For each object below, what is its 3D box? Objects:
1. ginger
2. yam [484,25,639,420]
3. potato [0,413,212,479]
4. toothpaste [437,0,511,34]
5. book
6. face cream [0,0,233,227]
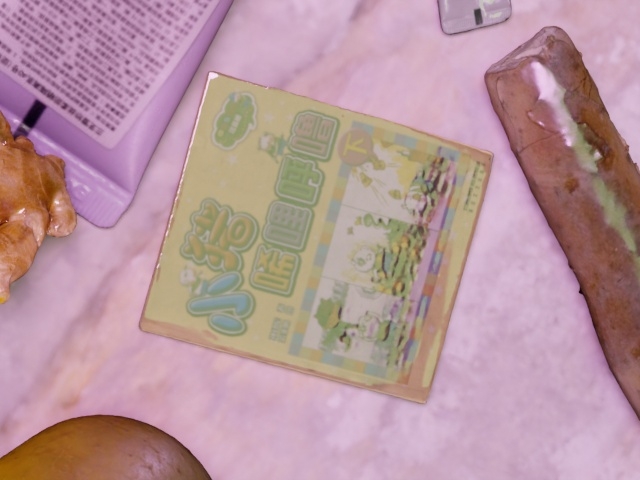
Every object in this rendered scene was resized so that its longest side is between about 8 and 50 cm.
[{"bbox_3d":[-0.225,-0.054,0.831,0.176,0.052,0.193,9,67,-34],"label":"ginger"},{"bbox_3d":[0.193,0.017,0.930,0.067,0.071,0.317,-35,101,-44],"label":"yam"},{"bbox_3d":[-0.135,0.184,0.819,0.157,0.194,0.157,1,97,10],"label":"potato"},{"bbox_3d":[0.079,-0.228,0.910,0.048,0.029,0.197,-14,99,-9],"label":"toothpaste"},{"bbox_3d":[0.000,0.000,0.919,0.192,0.013,0.168,15,92,-11],"label":"book"},{"bbox_3d":[-0.110,-0.153,0.857,0.154,0.096,0.274,35,100,-14],"label":"face cream"}]
